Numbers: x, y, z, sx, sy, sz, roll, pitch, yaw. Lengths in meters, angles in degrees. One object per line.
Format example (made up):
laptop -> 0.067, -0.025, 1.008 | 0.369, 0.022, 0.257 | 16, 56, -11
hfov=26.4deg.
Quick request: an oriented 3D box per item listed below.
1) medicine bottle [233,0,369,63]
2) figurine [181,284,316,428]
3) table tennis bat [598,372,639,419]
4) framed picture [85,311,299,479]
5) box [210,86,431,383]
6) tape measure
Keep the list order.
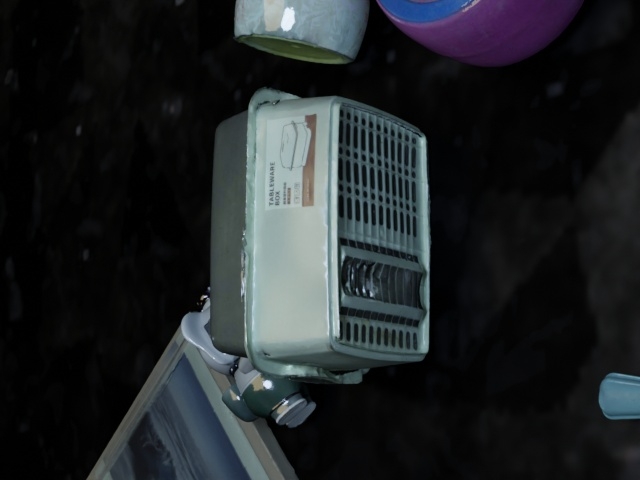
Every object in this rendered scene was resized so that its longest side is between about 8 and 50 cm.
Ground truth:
medicine bottle -> -0.015, -0.278, 1.509 | 0.147, 0.147, 0.143 | 11, 88, 49
figurine -> -0.076, 0.121, 1.529 | 0.126, 0.147, 0.192 | -48, 62, 14
table tennis bat -> 0.338, 0.134, 1.122 | 0.244, 0.040, 0.152 | -2, 83, 44
framed picture -> -0.134, 0.352, 1.630 | 0.326, 0.028, 0.446 | -57, 47, 26
box -> 0.000, 0.000, 1.394 | 0.166, 0.221, 0.290 | -6, 78, 36
tape measure -> 0.167, -0.292, 1.311 | 0.245, 0.149, 0.231 | -38, 54, 30
